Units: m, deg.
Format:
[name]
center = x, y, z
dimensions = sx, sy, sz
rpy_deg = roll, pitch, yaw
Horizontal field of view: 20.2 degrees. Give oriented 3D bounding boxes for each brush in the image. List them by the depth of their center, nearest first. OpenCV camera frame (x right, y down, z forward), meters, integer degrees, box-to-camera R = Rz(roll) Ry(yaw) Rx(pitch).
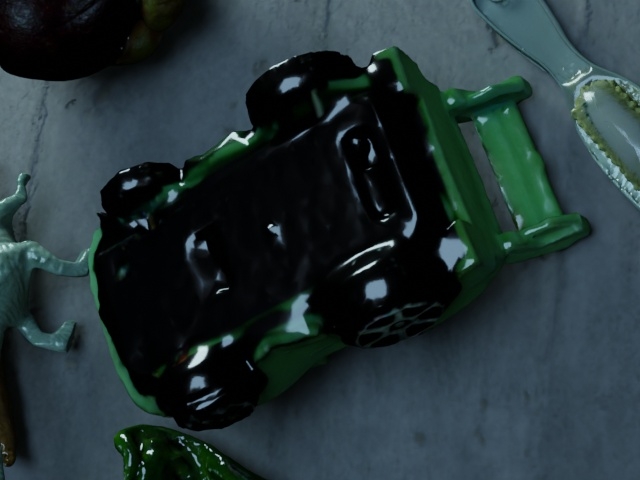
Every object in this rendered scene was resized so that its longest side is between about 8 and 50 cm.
[brush]
center = 0.201, -0.111, 1.350
dimensions = 0.068, 0.060, 0.297
rpy_deg = -45, 65, 14

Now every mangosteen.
[mangosteen]
center = -0.212, -0.228, 1.508
dimensions = 0.210, 0.210, 0.209
rpy_deg = -5, 77, 25

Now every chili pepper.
[chili pepper]
center = -0.063, 0.227, 1.394
dimensions = 0.257, 0.100, 0.074
rpy_deg = 33, 137, 33

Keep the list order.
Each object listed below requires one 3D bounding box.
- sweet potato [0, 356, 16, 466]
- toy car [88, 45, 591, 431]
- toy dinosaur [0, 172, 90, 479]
[sweet potato]
center = -0.322, 0.055, 1.563
dimensions = 0.066, 0.072, 0.314
rpy_deg = -40, 61, 44
[toy car]
center = 0.000, 0.000, 1.369
dimensions = 0.359, 0.176, 0.213
rpy_deg = -31, 67, 21
[toy dinosaur]
center = -0.242, 0.071, 1.508
dimensions = 0.129, 0.076, 0.383
rpy_deg = -11, 61, -8
